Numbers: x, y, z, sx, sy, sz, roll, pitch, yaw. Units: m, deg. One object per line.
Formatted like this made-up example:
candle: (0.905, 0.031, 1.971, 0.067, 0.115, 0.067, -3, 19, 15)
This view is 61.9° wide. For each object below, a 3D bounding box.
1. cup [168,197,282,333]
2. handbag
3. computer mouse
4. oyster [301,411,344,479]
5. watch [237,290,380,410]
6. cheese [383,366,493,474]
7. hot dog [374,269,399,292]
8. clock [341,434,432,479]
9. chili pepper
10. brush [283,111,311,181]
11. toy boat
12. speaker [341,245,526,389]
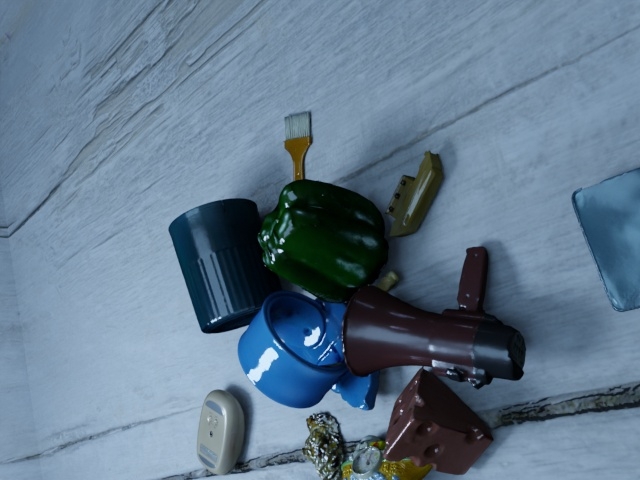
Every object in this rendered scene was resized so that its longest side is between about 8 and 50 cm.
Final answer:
cup: (-0.260, 0.085, 1.405, 0.308, 0.242, 0.292, -31, 73, 32)
handbag: (0.523, -0.002, 0.886, 0.144, 0.057, 0.221, -21, 76, 33)
computer mouse: (-0.281, 0.539, 1.511, 0.145, 0.082, 0.237, 13, 99, 38)
oyster: (0.006, 0.511, 1.300, 0.105, 0.056, 0.177, -14, 75, 30)
watch: (-0.026, 0.268, 1.186, 0.305, 0.274, 0.241, 51, 118, 34)
cheese: (0.238, 0.376, 1.053, 0.177, 0.203, 0.128, 31, 109, 5)
hot dog: (0.151, 0.096, 1.200, 0.030, 0.034, 0.090, 54, 140, 15)
clock: (0.139, 0.477, 1.141, 0.231, 0.144, 0.103, -19, 114, 36)
chili pepper: (0.000, 0.000, 1.174, 0.249, 0.256, 0.233, -57, 28, 22)
brush: (-0.058, -0.173, 1.389, 0.090, 0.017, 0.314, -3, 88, 39)
toy boat: (0.200, -0.098, 1.151, 0.077, 0.057, 0.200, 40, 113, 40)
speaker: (0.239, 0.164, 1.069, 0.329, 0.259, 0.198, -3, 127, 33)
